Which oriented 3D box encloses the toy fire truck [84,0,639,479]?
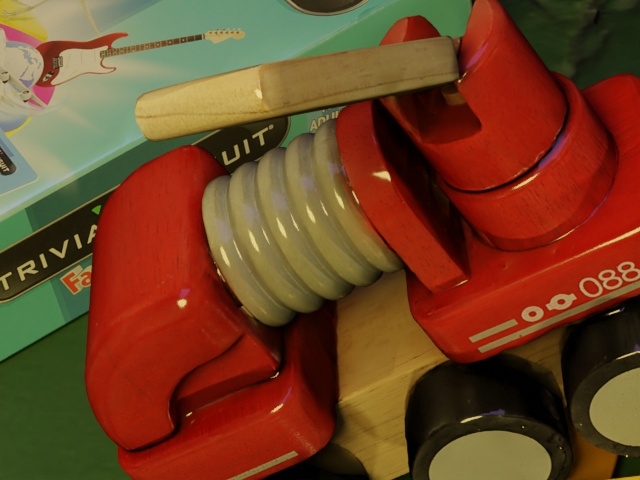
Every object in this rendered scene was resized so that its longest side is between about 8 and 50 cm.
[{"bbox_3d":[0.000,0.000,0.643,0.217,0.246,0.158,-24,41,21],"label":"toy fire truck"}]

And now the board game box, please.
[{"bbox_3d":[-0.138,-0.081,0.902,0.336,0.079,0.254,-31,48,-18],"label":"board game box"}]

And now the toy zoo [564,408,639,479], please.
[{"bbox_3d":[0.185,0.022,0.708,0.192,0.030,0.293,-12,37,37],"label":"toy zoo"}]
